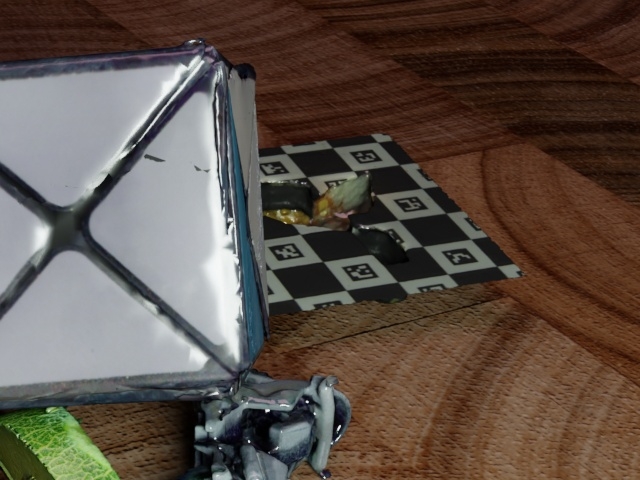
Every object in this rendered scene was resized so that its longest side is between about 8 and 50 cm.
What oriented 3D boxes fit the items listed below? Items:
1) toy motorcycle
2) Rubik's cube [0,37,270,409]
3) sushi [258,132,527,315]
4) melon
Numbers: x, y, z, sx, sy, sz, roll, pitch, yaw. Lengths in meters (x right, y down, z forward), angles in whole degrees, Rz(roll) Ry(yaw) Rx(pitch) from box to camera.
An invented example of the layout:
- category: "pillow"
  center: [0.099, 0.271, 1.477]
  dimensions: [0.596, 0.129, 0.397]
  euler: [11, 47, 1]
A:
- category: "toy motorcycle"
  center: [-0.050, 0.189, 1.671]
  dimensions: [0.159, 0.106, 0.270]
  euler: [2, 23, -1]
- category: "Rubik's cube"
  center: [-0.206, -0.010, 1.660]
  dimensions: [0.310, 0.305, 0.307]
  euler: [-6, 2, 2]
- category: "sushi"
  center: [0.000, 0.000, 2.102]
  dimensions: [0.343, 0.064, 0.359]
  euler: [-9, 33, -24]
- category: "melon"
  center: [-0.221, 0.206, 1.580]
  dimensions: [0.064, 0.118, 0.209]
  euler: [-27, 54, -26]
